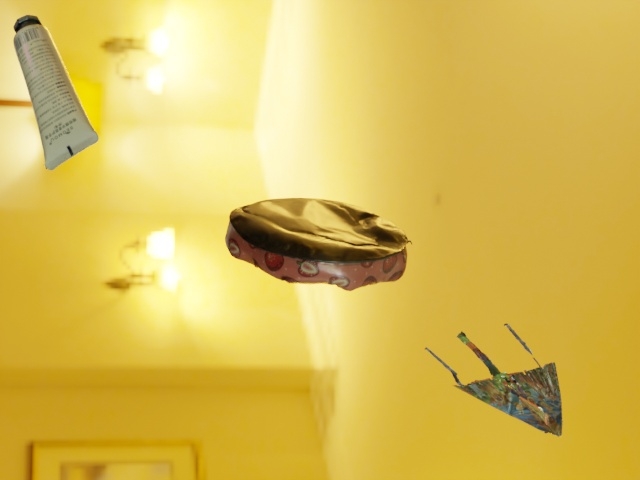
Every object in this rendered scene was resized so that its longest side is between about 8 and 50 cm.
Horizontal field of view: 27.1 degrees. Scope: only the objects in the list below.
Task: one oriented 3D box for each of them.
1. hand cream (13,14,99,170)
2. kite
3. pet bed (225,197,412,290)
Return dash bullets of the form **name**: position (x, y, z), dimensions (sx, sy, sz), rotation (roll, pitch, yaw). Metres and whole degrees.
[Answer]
- **hand cream**: position (-0.411, -0.231, 2.015), dimensions (0.059, 0.095, 0.276), rotation (43, 19, -58)
- **kite**: position (0.196, 0.152, 1.379), dimensions (0.010, 0.160, 0.183), rotation (-49, -169, -28)
- **pet bed**: position (0.000, 0.000, 1.436), dimensions (0.201, 0.201, 0.053), rotation (-119, -147, -66)
